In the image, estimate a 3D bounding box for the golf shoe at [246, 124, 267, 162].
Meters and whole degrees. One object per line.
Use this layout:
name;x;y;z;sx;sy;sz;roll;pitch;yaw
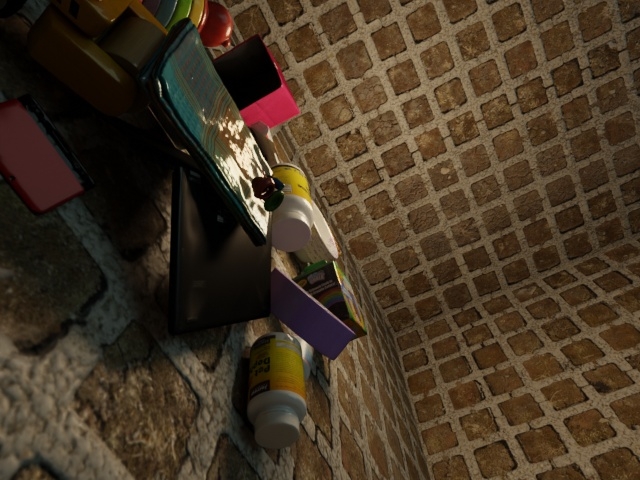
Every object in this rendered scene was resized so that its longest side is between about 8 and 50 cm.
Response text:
golf shoe;-0.279;-0.371;1.691;0.186;0.067;0.086;64;-15;-12

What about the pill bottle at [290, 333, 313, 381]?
pill bottle;-0.066;0.307;1.056;0.087;0.087;0.160;63;10;-11

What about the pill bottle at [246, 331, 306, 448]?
pill bottle;-0.090;0.300;0.863;0.117;0.117;0.215;59;11;-32

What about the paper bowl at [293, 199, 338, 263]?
paper bowl;-0.050;-0.023;1.754;0.284;0.148;0.284;61;11;-21

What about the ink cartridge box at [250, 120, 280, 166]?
ink cartridge box;-0.187;-0.351;1.663;0.224;0.056;0.181;41;-24;45

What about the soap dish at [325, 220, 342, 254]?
soap dish;0.000;0.000;2.045;0.229;0.118;0.291;67;9;10

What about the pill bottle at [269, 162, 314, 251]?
pill bottle;-0.122;-0.119;1.498;0.188;0.187;0.334;57;13;-38

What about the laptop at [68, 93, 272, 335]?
laptop;-0.274;-0.039;0.860;0.382;0.236;0.408;19;70;-73

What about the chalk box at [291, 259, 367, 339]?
chalk box;0.018;0.205;1.472;0.179;0.180;0.289;52;17;-51

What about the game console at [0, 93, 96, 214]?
game console;-0.395;-0.118;0.591;0.124;0.085;0.144;14;-45;62

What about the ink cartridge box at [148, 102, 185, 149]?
ink cartridge box;-0.304;-0.298;0.971;0.217;0.092;0.159;11;-43;53

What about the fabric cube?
fabric cube;-0.269;-0.620;1.744;0.254;0.259;0.258;66;10;11

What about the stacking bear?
stacking bear;-0.354;-0.579;1.061;0.288;0.164;0.176;4;71;-47

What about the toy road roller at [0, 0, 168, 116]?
toy road roller;-0.343;-0.388;0.651;0.329;0.240;0.203;45;39;-37

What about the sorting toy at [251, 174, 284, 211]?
sorting toy;-0.107;-0.101;0.839;0.042;0.061;0.102;42;-8;21

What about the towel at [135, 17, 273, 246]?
towel;-0.183;-0.199;0.803;0.272;0.040;0.370;-92;160;-46

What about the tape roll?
tape roll;-0.041;0.190;1.112;0.274;0.090;0.275;40;-6;5
